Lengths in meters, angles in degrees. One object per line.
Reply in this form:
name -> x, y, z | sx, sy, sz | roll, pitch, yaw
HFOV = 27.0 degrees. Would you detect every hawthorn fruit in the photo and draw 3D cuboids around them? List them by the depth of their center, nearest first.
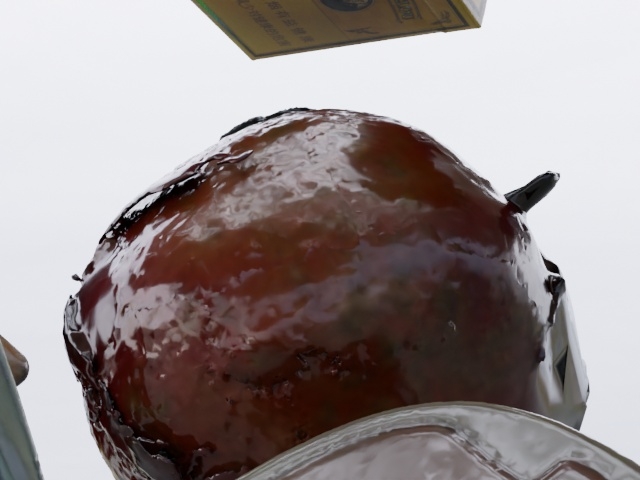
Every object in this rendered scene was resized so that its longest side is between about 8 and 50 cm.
hawthorn fruit -> 0.008, 0.074, 0.799 | 0.316, 0.316, 0.316 | -3, -17, -1

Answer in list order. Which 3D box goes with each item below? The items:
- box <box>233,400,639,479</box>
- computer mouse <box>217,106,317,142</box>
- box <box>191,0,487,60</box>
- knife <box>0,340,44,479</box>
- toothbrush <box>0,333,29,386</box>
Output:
box -> 0.047, 0.236, 0.512 | 0.301, 0.301, 0.216 | -10, -57, 22
computer mouse -> 0.001, 0.000, 1.385 | 0.168, 0.295, 0.087 | -32, 14, -4
box -> 0.006, -0.291, 1.440 | 0.301, 0.084, 0.193 | -4, -26, 31
knife -> -0.109, 0.052, 0.404 | 0.044, 0.162, 0.023 | -26, -8, 10
toothbrush -> -0.265, -0.051, 0.482 | 0.375, 0.028, 0.037 | 32, -10, 1
